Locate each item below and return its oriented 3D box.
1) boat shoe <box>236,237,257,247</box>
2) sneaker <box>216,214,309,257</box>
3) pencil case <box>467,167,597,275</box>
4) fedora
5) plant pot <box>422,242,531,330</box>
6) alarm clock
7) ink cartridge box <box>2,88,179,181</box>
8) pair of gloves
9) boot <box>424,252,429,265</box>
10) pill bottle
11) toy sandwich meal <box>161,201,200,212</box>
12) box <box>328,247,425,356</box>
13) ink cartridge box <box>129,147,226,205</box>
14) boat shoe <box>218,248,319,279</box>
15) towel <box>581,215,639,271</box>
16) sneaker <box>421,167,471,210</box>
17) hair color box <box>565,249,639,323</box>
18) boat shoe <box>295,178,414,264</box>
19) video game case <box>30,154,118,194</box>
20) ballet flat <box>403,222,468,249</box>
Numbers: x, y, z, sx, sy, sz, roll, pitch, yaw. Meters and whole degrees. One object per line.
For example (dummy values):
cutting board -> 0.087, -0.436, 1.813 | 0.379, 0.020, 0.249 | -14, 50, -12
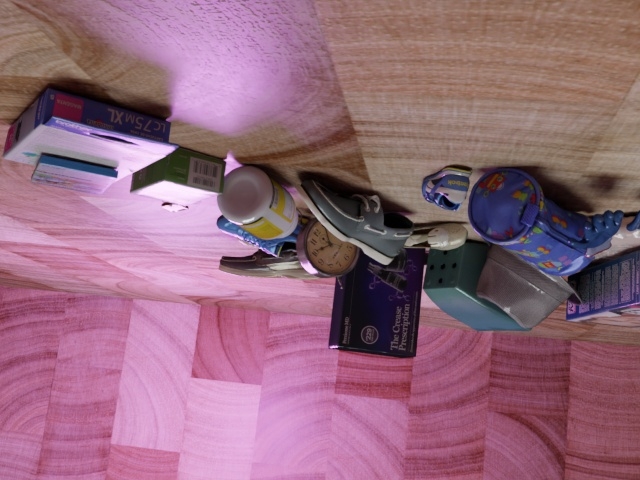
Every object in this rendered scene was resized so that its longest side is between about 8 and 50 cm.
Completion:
boat shoe -> -0.105, -0.018, 1.783 | 0.169, 0.063, 0.059 | 6, 146, 7
sneaker -> -0.121, -0.012, 1.709 | 0.209, 0.082, 0.069 | 6, 152, 2
pencil case -> 0.359, -0.021, 1.321 | 0.133, 0.120, 0.306 | 19, 179, 39
fedora -> 0.401, 0.095, 1.642 | 0.243, 0.124, 0.275 | 35, -175, 16
plant pot -> 0.354, 0.093, 1.825 | 0.234, 0.166, 0.165 | 25, 160, -35
alarm clock -> 0.000, 0.000, 1.656 | 0.192, 0.129, 0.064 | 42, 158, -19
ink cartridge box -> -0.350, -0.154, 1.215 | 0.185, 0.065, 0.311 | 12, 171, -30
pair of gloves -> 0.476, -0.033, 1.255 | 0.198, 0.023, 0.159 | -25, 155, 5
boot -> 0.274, 0.052, 1.963 | 0.106, 0.037, 0.114 | 3, 173, 26
pill bottle -> -0.104, -0.060, 1.437 | 0.103, 0.103, 0.184 | 3, 168, 18
toy sandwich meal -> -0.285, -0.077, 1.637 | 0.085, 0.029, 0.085 | 6, 169, 1
box -> 0.127, 0.123, 1.812 | 0.184, 0.261, 0.103 | 8, 169, -10
ink cartridge box -> -0.261, -0.105, 1.405 | 0.108, 0.062, 0.209 | 13, 167, -34
boat shoe -> -0.112, 0.044, 1.993 | 0.285, 0.093, 0.103 | 2, -173, 11
towel -> 0.587, 0.013, 1.547 | 0.331, 0.054, 0.316 | -6, 163, 44
sneaker -> 0.199, -0.075, 1.304 | 0.053, 0.059, 0.144 | 6, 170, -9
hair color box -> 0.627, 0.100, 1.562 | 0.173, 0.105, 0.347 | 7, 169, -4
boat shoe -> 0.070, -0.053, 1.482 | 0.099, 0.116, 0.319 | -43, 142, 13
video game case -> -0.406, -0.105, 1.321 | 0.119, 0.015, 0.166 | 10, 169, -23
ballet flat -> 0.221, -0.002, 1.640 | 0.168, 0.057, 0.052 | -5, -168, 45
